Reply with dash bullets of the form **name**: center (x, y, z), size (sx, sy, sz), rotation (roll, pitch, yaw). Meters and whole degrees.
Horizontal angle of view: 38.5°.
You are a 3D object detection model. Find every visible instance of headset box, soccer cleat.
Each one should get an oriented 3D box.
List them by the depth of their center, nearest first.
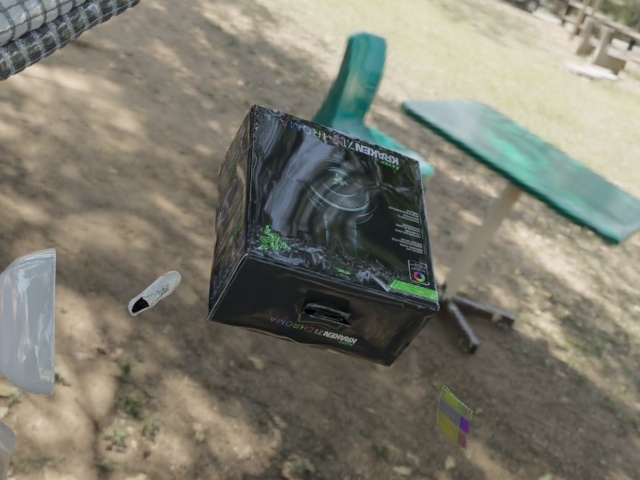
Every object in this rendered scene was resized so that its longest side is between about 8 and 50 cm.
- **headset box**: center (0.000, 0.000, 1.136), size (0.246, 0.131, 0.283), rotation (17, 44, -18)
- **soccer cleat**: center (-0.220, 0.071, 1.215), size (0.029, 0.083, 0.035), rotation (55, 3, -15)

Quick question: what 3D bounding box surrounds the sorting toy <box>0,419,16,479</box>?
- **sorting toy**: center (-0.402, 0.224, 0.967), size (0.193, 0.208, 0.038), rotation (34, 31, 16)

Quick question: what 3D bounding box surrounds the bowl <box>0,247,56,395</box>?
- **bowl**: center (-0.286, 0.078, 0.895), size (0.053, 0.142, 0.142), rotation (0, 0, -18)

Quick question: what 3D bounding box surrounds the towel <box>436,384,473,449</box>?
- **towel**: center (0.182, 0.241, 1.245), size (0.009, 0.083, 0.060), rotation (-25, 43, -28)

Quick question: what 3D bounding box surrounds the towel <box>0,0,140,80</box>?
- **towel**: center (-0.316, -0.317, 0.909), size (0.283, 0.121, 0.235), rotation (45, 63, 9)
